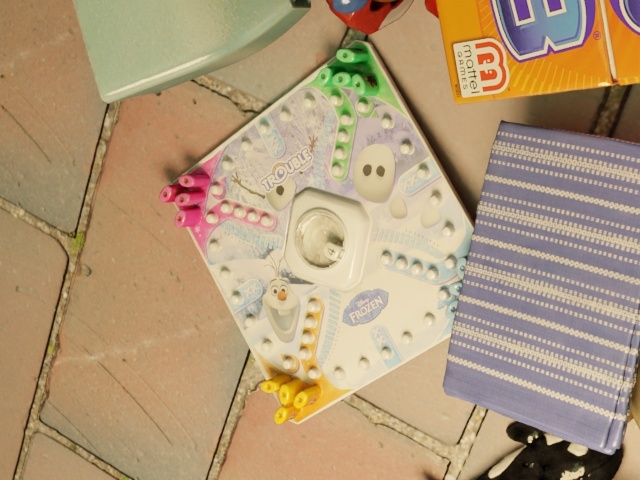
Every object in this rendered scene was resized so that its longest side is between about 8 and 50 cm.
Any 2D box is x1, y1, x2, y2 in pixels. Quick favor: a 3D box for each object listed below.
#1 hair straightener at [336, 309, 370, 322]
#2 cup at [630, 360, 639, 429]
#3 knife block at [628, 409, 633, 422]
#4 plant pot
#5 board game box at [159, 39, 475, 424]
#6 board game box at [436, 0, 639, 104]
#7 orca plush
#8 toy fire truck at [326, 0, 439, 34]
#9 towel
[{"bbox_3d":[0.108,0.063,1.614,0.230,0.047,0.089,-30,87,36],"label":"hair straightener"},{"bbox_3d":[0.475,0.148,1.327,0.237,0.331,0.331,-17,97,57],"label":"cup"},{"bbox_3d":[0.319,0.062,1.490,0.088,0.242,0.275,2,150,40],"label":"knife block"},{"bbox_3d":[-0.155,-0.331,1.538,0.252,0.247,0.248,-14,98,13],"label":"plant pot"},{"bbox_3d":[0.000,0.000,1.622,0.390,0.050,0.390,-34,79,31],"label":"board game box"},{"bbox_3d":[0.337,-0.351,1.160,0.356,0.356,0.356,-2,103,44],"label":"board game box"},{"bbox_3d":[0.246,0.321,1.585,0.287,0.102,0.151,-8,100,29],"label":"orca plush"},{"bbox_3d":[0.102,-0.355,1.371,0.169,0.254,0.302,42,130,11],"label":"toy fire truck"},{"bbox_3d":[0.266,0.047,1.371,0.243,0.040,0.336,16,96,41],"label":"towel"}]
